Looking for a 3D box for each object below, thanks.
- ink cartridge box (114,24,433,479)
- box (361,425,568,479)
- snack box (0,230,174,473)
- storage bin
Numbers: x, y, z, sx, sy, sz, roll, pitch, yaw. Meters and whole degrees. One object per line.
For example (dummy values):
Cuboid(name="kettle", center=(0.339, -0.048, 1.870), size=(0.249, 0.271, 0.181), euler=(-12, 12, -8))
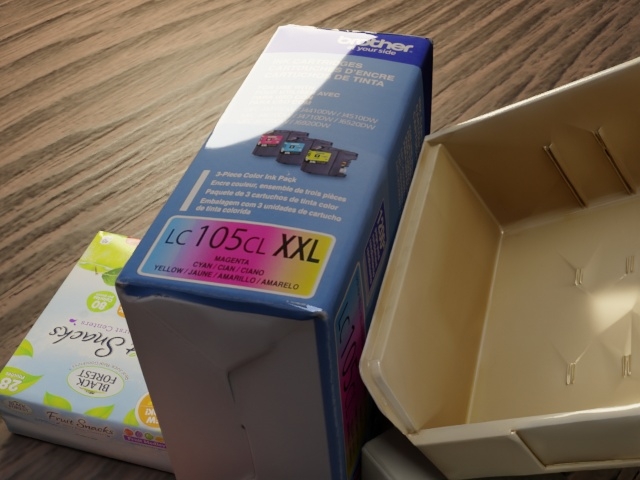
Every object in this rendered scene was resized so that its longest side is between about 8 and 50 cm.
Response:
Cuboid(name="ink cartridge box", center=(0.000, 0.000, 0.717), size=(0.151, 0.270, 0.395), euler=(8, 44, 13))
Cuboid(name="box", center=(0.149, 0.238, 0.585), size=(0.113, 0.094, 0.275), euler=(-24, 47, -22))
Cuboid(name="snack box", center=(-0.167, 0.095, 0.773), size=(0.175, 0.070, 0.207), euler=(10, 46, 12))
Cuboid(name="storage bin", center=(0.186, 0.014, 0.567), size=(0.262, 0.123, 0.260), euler=(-17, 37, 36))
